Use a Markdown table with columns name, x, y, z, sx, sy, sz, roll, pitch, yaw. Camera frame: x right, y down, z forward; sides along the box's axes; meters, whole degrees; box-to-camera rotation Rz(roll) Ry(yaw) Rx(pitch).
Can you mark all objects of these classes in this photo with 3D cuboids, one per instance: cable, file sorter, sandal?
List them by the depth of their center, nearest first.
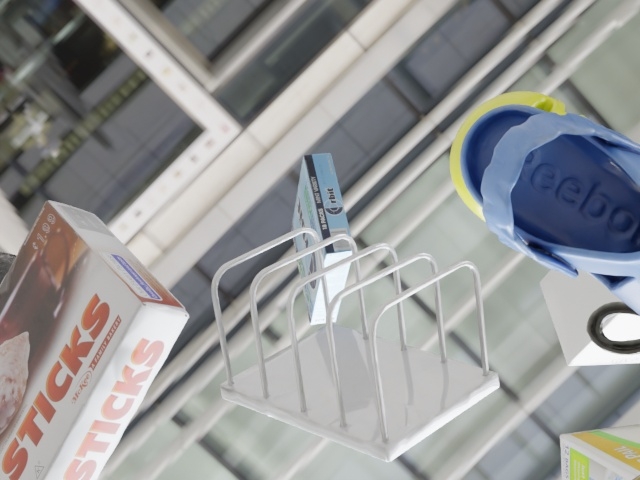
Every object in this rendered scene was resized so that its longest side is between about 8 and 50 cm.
| name | x | y | z | sx | sy | sz | roll | pitch | yaw |
| --- | --- | --- | --- | --- | --- | --- | --- | --- | --- |
| sandal | 0.220 | 0.002 | 0.836 | 0.126 | 0.317 | 0.138 | -68 | 167 | 8 |
| file sorter | 0.032 | 0.102 | 1.492 | 0.193 | 0.173 | 0.278 | -26 | -154 | -38 |
| cable | 0.462 | 0.115 | 1.524 | 0.072 | 0.287 | 0.139 | 1 | 109 | -70 |

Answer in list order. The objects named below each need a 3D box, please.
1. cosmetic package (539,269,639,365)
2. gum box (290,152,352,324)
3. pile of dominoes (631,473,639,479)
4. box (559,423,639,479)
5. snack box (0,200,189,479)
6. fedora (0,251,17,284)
| name | x | y | z | sx | sy | sz | roll | pitch | yaw |
| --- | --- | --- | --- | --- | --- | --- | --- | --- | --- |
| cosmetic package | 0.487 | 0.026 | 1.819 | 0.365 | 0.197 | 0.155 | 117 | -34 | -51 |
| gum box | 0.000 | 0.000 | 1.732 | 0.184 | 0.041 | 0.157 | 102 | -22 | -56 |
| pile of dominoes | 0.099 | 0.133 | 0.535 | 0.251 | 0.040 | 0.196 | -40 | 169 | 29 |
| box | 0.266 | 0.211 | 0.935 | 0.103 | 0.114 | 0.203 | -5 | -172 | -16 |
| snack box | -0.104 | 0.079 | 0.398 | 0.064 | 0.022 | 0.178 | 40 | -75 | 42 |
| fedora | -0.433 | 0.121 | 1.638 | 0.334 | 0.152 | 0.334 | -41 | 168 | -11 |
